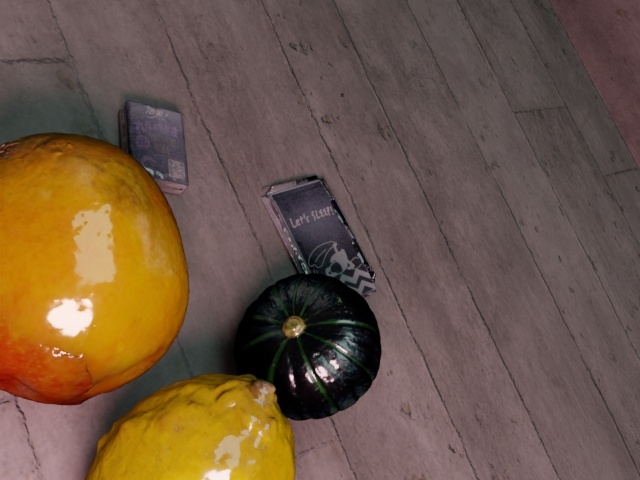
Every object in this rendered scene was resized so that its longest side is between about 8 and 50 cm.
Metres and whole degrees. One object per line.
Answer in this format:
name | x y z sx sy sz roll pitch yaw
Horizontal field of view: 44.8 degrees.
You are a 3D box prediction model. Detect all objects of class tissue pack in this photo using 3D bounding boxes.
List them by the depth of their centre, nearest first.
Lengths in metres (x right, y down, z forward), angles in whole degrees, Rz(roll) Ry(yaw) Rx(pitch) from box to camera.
tissue pack | -0.294 -0.165 1.374 0.112 0.051 0.156 10 61 -37

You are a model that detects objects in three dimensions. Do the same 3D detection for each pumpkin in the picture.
pumpkin | -0.013 0.189 1.303 0.248 0.248 0.248 18 57 -29

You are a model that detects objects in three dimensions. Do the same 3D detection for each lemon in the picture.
lemon | -0.168 0.325 1.019 0.285 0.316 0.285 17 58 -30

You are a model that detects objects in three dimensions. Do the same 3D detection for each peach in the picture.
peach | -0.342 0.041 1.055 0.372 0.289 0.373 -13 90 -68

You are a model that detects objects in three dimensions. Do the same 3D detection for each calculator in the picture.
calculator | 0.000 0.000 1.525 0.165 0.028 0.274 -18 76 -39
